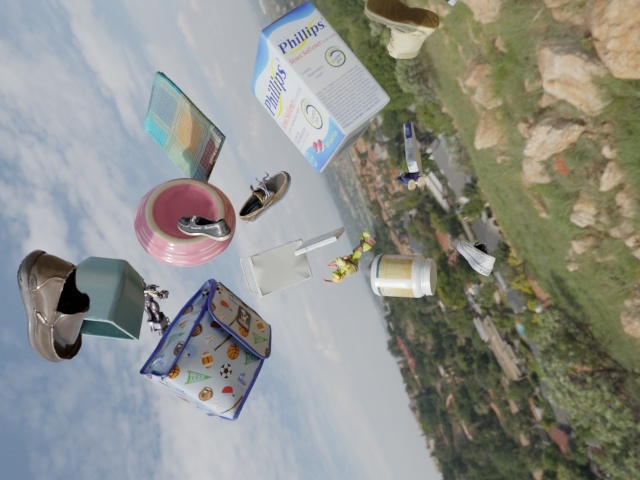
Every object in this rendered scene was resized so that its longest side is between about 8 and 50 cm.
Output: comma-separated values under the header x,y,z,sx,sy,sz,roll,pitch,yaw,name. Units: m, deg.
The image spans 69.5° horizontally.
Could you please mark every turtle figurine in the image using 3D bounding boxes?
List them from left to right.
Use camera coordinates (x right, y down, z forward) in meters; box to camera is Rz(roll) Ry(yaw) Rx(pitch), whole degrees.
x,y,z,sx,sy,sz,roll,pitch,yaw,name
0.107,0.073,1.642,0.087,0.217,0.269,38,168,12,turtle figurine

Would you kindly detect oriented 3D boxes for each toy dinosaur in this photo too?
x,y,z,sx,sy,sz,roll,pitch,yaw,name
-0.209,-0.203,1.634,0.090,0.082,0.047,18,155,52,toy dinosaur

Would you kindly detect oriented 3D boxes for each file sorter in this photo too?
x,y,z,sx,sy,sz,roll,pitch,yaw,name
-0.216,0.126,2.181,0.173,0.277,0.193,-4,103,61,file sorter

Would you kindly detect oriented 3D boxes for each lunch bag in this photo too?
x,y,z,sx,sy,sz,roll,pitch,yaw,name
-0.361,0.372,1.609,0.328,0.238,0.386,47,-127,-28,lunch bag

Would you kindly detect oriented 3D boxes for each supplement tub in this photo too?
x,y,z,sx,sy,sz,roll,pitch,yaw,name
0.284,0.120,1.571,0.144,0.199,0.145,0,-90,-65,supplement tub

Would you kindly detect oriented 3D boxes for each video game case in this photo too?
x,y,z,sx,sy,sz,roll,pitch,yaw,name
0.000,0.000,1.797,0.022,0.173,0.190,67,-164,-7,video game case

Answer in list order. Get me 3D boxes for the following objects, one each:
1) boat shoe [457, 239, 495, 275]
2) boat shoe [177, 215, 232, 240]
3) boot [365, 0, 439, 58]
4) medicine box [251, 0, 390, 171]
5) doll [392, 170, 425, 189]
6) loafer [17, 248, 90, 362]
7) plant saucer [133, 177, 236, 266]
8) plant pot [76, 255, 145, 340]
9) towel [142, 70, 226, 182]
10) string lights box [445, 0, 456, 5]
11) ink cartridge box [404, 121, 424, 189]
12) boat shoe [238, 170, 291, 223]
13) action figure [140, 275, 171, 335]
x,y,z,sx,sy,sz,roll,pitch,yaw,name
0.616,0.043,1.817,0.096,0.088,0.267,24,-161,-5,boat shoe
-0.359,-0.055,1.406,0.075,0.205,0.065,-49,-39,-41,boat shoe
0.262,-0.749,1.643,0.203,0.261,0.096,136,142,-74,boot
-0.015,-0.352,1.110,0.289,0.149,0.263,50,163,-1,medicine box
0.347,-0.245,1.823,0.189,0.128,0.046,-103,-2,-70,doll
-0.678,0.194,1.205,0.134,0.129,0.366,-79,-1,-51,loafer
-0.447,-0.079,1.532,0.084,0.331,0.333,113,140,-59,plant saucer
-0.786,0.201,1.680,0.248,0.246,0.253,86,-170,-62,plant pot
-0.503,-0.389,1.661,0.370,0.272,0.040,46,-139,14,towel
0.200,-0.548,0.892,0.133,0.077,0.259,46,-148,13,string lights box
0.418,-0.373,2.068,0.224,0.045,0.224,54,-148,-54,ink cartridge box
-0.152,-0.119,1.265,0.066,0.183,0.066,41,-175,15,boat shoe
-0.717,0.263,1.937,0.099,0.185,0.285,-58,-35,-52,action figure
